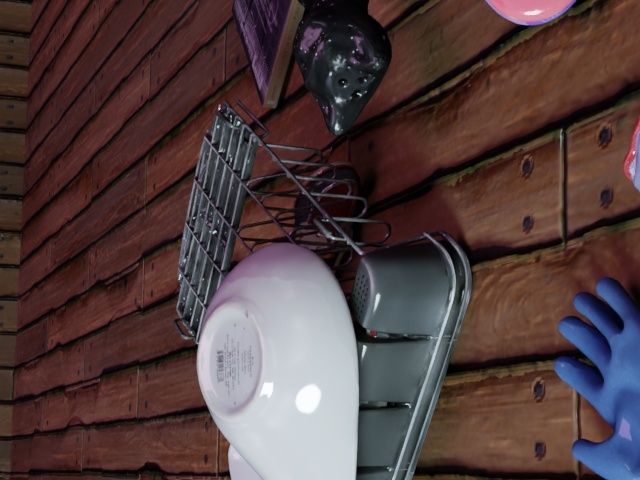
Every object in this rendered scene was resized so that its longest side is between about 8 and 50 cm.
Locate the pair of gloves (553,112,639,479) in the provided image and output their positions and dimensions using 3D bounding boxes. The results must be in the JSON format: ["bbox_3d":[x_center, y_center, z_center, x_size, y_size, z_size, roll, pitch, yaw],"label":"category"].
[{"bbox_3d":[0.159,0.033,0.648,0.159,0.023,0.198,-118,38,-59],"label":"pair of gloves"}]

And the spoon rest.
[{"bbox_3d":[-0.024,0.139,0.895,0.137,0.084,0.276,-9,78,50],"label":"spoon rest"}]

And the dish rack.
[{"bbox_3d":[-0.018,0.036,0.991,0.271,0.074,0.208,48,131,47],"label":"dish rack"}]

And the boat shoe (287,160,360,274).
[{"bbox_3d":[0.000,0.000,1.061,0.137,0.049,0.043,114,146,-42],"label":"boat shoe"}]

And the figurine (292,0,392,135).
[{"bbox_3d":[0.036,-0.205,0.913,0.215,0.092,0.209,119,154,-48],"label":"figurine"}]

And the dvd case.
[{"bbox_3d":[-0.032,-0.249,1.245,0.164,0.018,0.221,-108,28,-49],"label":"dvd case"}]

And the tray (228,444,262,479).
[{"bbox_3d":[-0.019,0.213,1.101,0.270,0.030,0.145,-109,29,-48],"label":"tray"}]

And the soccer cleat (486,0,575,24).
[{"bbox_3d":[0.109,-0.229,0.785,0.095,0.083,0.248,43,-140,-75],"label":"soccer cleat"}]
